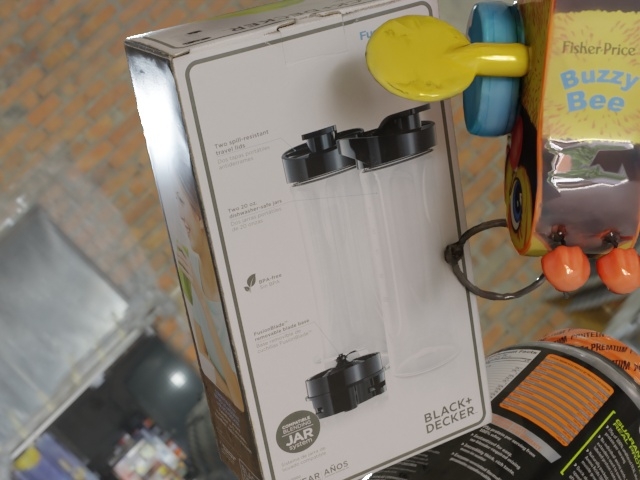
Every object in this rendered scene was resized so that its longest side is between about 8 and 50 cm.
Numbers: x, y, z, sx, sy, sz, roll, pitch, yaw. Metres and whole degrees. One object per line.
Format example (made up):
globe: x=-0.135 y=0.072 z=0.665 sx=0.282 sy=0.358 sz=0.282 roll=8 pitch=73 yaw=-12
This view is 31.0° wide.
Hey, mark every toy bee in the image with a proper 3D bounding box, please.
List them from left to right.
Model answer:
toy bee: x=0.136 y=-0.056 z=0.565 sx=0.195 sy=0.298 sz=0.162 roll=-17 pitch=33 yaw=9

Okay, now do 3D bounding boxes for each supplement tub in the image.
supplement tub: x=0.153 y=0.207 z=0.930 sx=0.316 sy=0.193 sz=0.193 roll=-32 pitch=-10 yaw=-43

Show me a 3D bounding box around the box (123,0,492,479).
box: x=0.000 y=0.000 z=0.707 sx=0.169 sy=0.290 sz=0.087 roll=-20 pitch=23 yaw=-21
